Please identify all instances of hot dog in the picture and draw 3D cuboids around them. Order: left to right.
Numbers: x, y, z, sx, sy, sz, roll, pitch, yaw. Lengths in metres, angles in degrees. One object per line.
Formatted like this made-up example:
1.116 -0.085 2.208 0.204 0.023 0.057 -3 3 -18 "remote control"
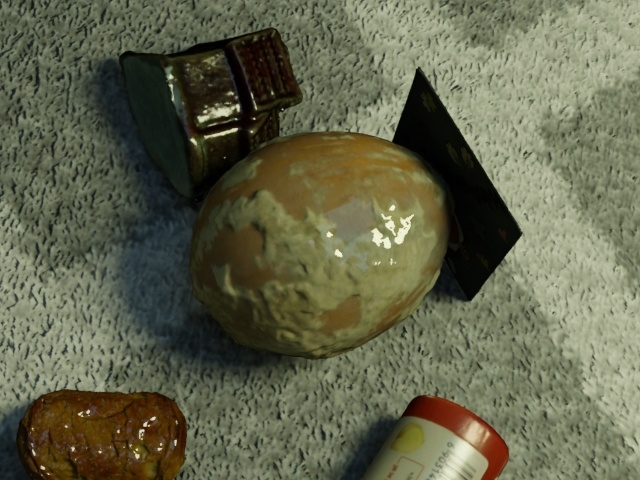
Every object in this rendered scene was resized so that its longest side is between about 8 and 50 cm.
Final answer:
-0.189 0.175 1.195 0.147 0.065 0.099 -2 71 0 "hot dog"

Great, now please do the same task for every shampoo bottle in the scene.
0.055 0.272 1.187 0.104 0.104 0.278 34 67 2 "shampoo bottle"

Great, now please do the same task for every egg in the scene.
0.000 0.000 1.216 0.245 0.203 0.203 -23 74 15 "egg"

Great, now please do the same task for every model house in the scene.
-0.091 -0.127 1.313 0.152 0.106 0.165 -17 90 -23 "model house"

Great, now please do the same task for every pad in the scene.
0.113 -0.044 1.239 0.006 0.245 0.170 -27 78 -10 "pad"
